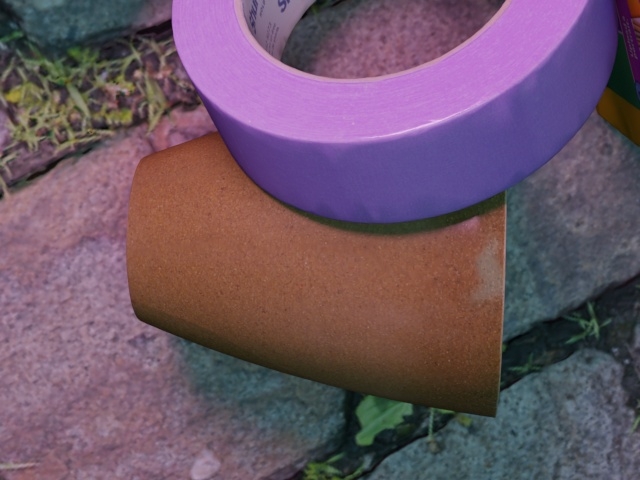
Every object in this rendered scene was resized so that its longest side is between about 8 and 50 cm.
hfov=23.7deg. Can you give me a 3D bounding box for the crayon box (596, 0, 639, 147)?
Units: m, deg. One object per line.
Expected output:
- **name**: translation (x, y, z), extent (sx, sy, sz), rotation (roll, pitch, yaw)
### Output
- **crayon box**: translation (0.229, -0.224, 0.971), extent (0.106, 0.313, 0.363), rotation (-17, 110, -1)

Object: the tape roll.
- **tape roll**: translation (0.048, -0.148, 0.976), extent (0.275, 0.274, 0.090), rotation (-27, 143, -1)

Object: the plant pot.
- **plant pot**: translation (0.000, 0.000, 1.065), extent (0.254, 0.237, 0.237), rotation (2, 107, 4)
